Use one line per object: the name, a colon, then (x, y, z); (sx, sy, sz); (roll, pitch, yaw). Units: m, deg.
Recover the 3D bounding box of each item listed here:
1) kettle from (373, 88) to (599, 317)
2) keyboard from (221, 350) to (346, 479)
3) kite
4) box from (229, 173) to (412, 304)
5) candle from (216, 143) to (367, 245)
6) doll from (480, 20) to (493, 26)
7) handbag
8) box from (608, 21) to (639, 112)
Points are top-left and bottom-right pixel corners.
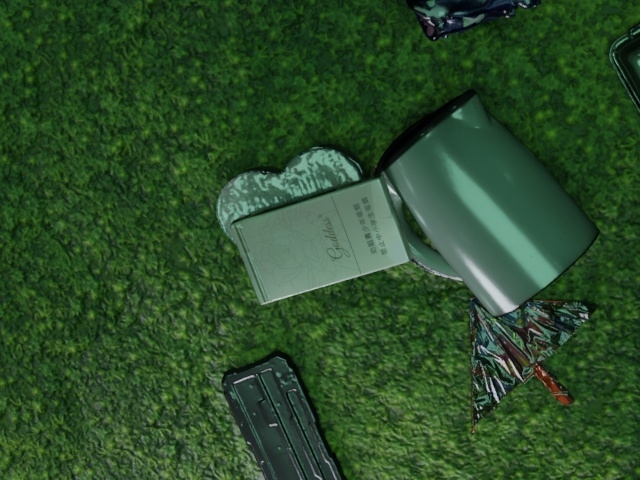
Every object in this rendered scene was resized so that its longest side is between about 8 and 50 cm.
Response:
kettle: (0.172, -0.036, 1.475); (0.236, 0.161, 0.221); (49, 133, -2)
keyboard: (-0.037, 0.274, 1.627); (0.106, 0.016, 0.262); (-22, 99, 11)
kite: (0.248, 0.144, 1.569); (0.189, 0.009, 0.232); (45, 104, -5)
box: (0.000, -0.001, 1.481); (0.198, 0.029, 0.109); (-17, 103, 18)
candle: (-0.023, -0.026, 1.533); (0.192, 0.068, 0.168); (-16, 100, 13)
doll: (0.187, -0.302, 1.463); (0.078, 0.076, 0.113); (20, 73, 31)
handbag: (0.154, -0.338, 1.382); (0.162, 0.113, 0.260); (-23, 56, 9)
box: (0.424, -0.182, 1.434); (0.124, 0.093, 0.172); (-32, 97, 12)
